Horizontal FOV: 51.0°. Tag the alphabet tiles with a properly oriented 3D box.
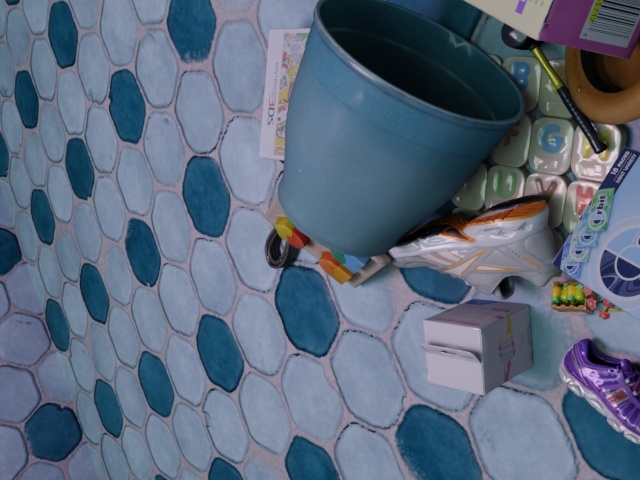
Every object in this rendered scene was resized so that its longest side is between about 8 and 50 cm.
[{"bbox_3d":[0.249,-0.098,0.882,0.284,0.021,0.278,19,114,43],"label":"alphabet tiles"}]

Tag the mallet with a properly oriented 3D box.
[{"bbox_3d":[0.272,-0.183,0.780,0.039,0.062,0.190,-38,69,38],"label":"mallet"}]

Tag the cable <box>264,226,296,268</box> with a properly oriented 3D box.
[{"bbox_3d":[-0.044,-0.052,1.159,0.287,0.072,0.140,-38,76,43],"label":"cable"}]

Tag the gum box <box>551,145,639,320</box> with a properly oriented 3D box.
[{"bbox_3d":[0.352,0.002,0.699,0.157,0.041,0.184,-62,29,12],"label":"gum box"}]

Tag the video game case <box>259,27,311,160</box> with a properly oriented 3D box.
[{"bbox_3d":[0.010,-0.220,1.031,0.226,0.026,0.207,9,98,29],"label":"video game case"}]

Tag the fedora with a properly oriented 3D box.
[{"bbox_3d":[0.338,-0.214,0.695,0.194,0.079,0.195,-176,90,-69],"label":"fedora"}]

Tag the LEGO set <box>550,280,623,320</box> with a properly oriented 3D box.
[{"bbox_3d":[0.376,0.099,0.736,0.287,0.107,0.132,36,124,35],"label":"LEGO set"}]

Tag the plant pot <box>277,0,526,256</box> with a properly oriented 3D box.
[{"bbox_3d":[0.073,-0.127,0.854,0.272,0.271,0.255,48,131,26],"label":"plant pot"}]

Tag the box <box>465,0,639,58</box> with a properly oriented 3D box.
[{"bbox_3d":[0.246,-0.332,0.685,0.243,0.117,0.214,-118,38,-53],"label":"box"}]

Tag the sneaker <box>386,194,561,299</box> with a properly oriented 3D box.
[{"bbox_3d":[0.198,0.029,0.900,0.262,0.099,0.121,-13,104,53],"label":"sneaker"}]

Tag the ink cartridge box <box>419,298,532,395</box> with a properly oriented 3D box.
[{"bbox_3d":[0.206,0.141,0.899,0.092,0.143,0.090,2,102,46],"label":"ink cartridge box"}]

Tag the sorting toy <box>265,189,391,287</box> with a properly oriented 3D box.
[{"bbox_3d":[0.000,0.000,1.032,0.193,0.038,0.208,38,163,-1],"label":"sorting toy"}]

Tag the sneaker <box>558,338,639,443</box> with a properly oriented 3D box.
[{"bbox_3d":[0.366,0.183,0.803,0.170,0.068,0.071,40,121,33],"label":"sneaker"}]
